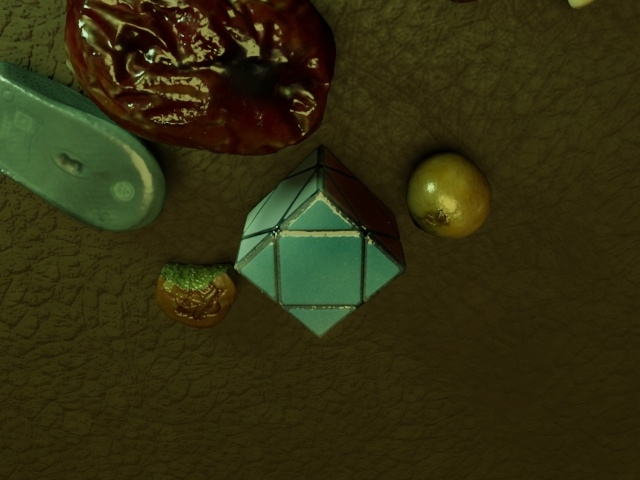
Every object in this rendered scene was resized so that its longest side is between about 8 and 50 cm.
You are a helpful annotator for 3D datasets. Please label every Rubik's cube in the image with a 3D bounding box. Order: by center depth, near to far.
[{"bbox_3d":[0.000,0.000,1.120,0.205,0.207,0.205,-41,112,20],"label":"Rubik's cube"}]

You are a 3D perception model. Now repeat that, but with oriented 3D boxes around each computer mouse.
[{"bbox_3d":[-0.420,-0.154,1.093,0.371,0.122,0.188,29,112,-6],"label":"computer mouse"}]

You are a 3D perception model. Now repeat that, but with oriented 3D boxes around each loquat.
[{"bbox_3d":[0.218,-0.076,1.112,0.163,0.163,0.137,25,136,-12],"label":"loquat"}]

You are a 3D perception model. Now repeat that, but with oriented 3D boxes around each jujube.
[{"bbox_3d":[-0.170,-0.266,0.952,0.376,0.276,0.276,11,118,-9],"label":"jujube"}]

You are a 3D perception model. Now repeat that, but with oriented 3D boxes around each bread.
[{"bbox_3d":[-0.231,0.104,1.247,0.156,0.086,0.125,-4,120,4],"label":"bread"}]

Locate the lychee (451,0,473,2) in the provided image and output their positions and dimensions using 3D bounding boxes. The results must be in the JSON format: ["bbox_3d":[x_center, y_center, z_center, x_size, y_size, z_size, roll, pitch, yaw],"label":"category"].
[{"bbox_3d":[0.207,-0.405,0.950,0.140,0.114,0.101,9,89,-23],"label":"lychee"}]

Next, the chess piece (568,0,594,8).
[{"bbox_3d":[0.288,-0.498,0.904,0.117,0.117,0.397,-34,114,18],"label":"chess piece"}]
